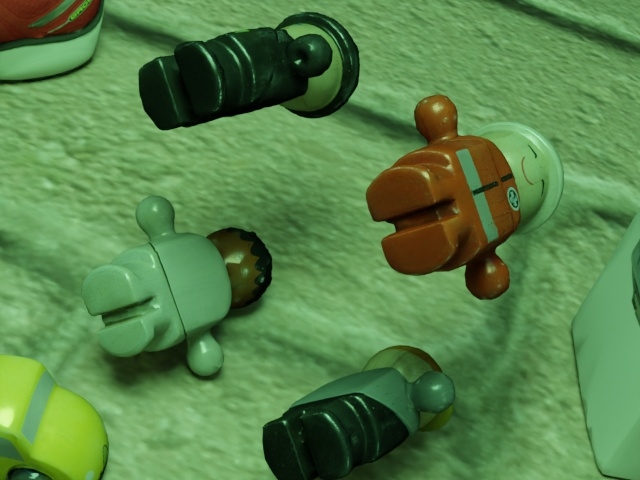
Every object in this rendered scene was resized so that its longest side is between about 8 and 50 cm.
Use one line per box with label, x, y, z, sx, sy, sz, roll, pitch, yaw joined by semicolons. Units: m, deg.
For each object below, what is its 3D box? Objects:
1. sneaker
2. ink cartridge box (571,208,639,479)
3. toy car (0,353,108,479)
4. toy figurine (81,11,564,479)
sneaker;-0.258;-0.156;0.800;0.107;0.118;0.279;39;45;23
ink cartridge box;0.303;0.012;0.678;0.226;0.306;0.131;12;42;-7
toy car;-0.244;0.054;0.623;0.239;0.053;0.225;-10;48;-29
toy figurine;0.000;0.000;0.659;0.213;0.209;0.148;30;25;22
